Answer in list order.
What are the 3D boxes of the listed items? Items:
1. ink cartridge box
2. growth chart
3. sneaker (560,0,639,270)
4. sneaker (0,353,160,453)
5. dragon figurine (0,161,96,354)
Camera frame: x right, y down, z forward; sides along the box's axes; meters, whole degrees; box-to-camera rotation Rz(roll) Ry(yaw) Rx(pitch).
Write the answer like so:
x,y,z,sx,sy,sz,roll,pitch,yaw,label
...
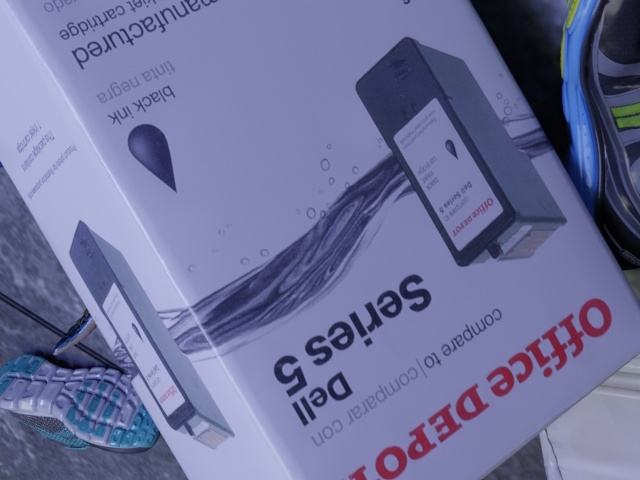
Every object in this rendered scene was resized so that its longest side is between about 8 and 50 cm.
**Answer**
x,y,z,sx,sy,sz,roll,pitch,yaw,label
-0.005,-0.016,0.557,0.273,0.198,0.115,59,152,-2,ink cartridge box
0.199,0.142,0.718,0.172,0.021,0.237,13,131,29,growth chart
0.148,-0.068,0.556,0.078,0.067,0.188,-1,125,16,sneaker
-0.189,0.141,1.006,0.166,0.065,0.076,14,148,33,sneaker
-0.159,-0.070,0.767,0.144,0.085,0.289,33,134,14,dragon figurine
